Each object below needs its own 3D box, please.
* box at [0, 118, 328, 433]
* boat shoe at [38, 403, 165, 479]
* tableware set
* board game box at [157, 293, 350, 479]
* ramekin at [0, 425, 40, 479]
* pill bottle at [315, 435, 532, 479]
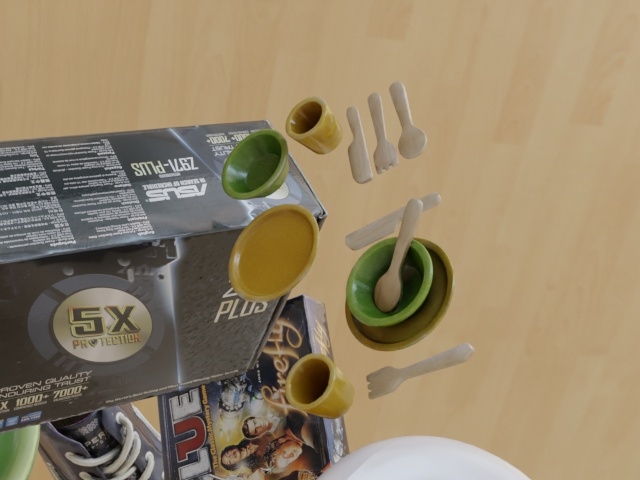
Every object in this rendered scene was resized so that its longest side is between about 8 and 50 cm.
[{"bbox_3d":[-0.108,0.019,0.523,0.180,0.077,0.147,-9,142,-33],"label":"box"},{"bbox_3d":[-0.207,0.244,0.990,0.127,0.340,0.158,-40,161,-20],"label":"boat shoe"},{"bbox_3d":[0.000,0.000,0.401,0.104,0.154,0.024,-26,140,22],"label":"tableware set"},{"bbox_3d":[-0.056,0.186,0.828,0.165,0.243,0.042,-21,154,22],"label":"board game box"},{"bbox_3d":[-0.343,0.117,0.591,0.303,0.303,0.148,26,114,-27],"label":"ramekin"},{"bbox_3d":[0.019,0.175,0.418,0.121,0.121,0.216,0,150,-15],"label":"pill bottle"}]
